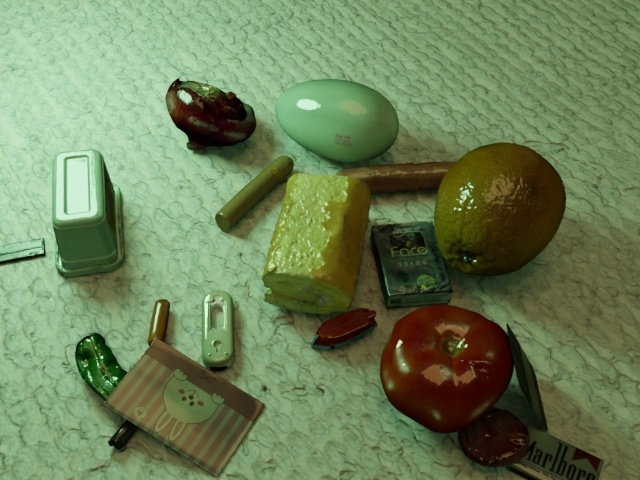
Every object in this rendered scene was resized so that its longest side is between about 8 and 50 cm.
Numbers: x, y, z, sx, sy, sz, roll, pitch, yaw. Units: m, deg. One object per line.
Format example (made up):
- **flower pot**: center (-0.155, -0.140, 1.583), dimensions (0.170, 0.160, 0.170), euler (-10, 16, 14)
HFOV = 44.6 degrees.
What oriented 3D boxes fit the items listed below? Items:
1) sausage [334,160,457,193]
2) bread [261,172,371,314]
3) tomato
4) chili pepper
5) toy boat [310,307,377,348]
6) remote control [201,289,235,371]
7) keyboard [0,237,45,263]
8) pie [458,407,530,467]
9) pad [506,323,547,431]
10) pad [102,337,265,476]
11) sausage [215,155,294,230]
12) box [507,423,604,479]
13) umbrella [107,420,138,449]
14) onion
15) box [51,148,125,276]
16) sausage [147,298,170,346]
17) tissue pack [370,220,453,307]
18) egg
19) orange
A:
- **sausage**: center (0.242, -0.176, 2.192), dimensions (0.433, 0.088, 0.088), euler (-3, 50, -6)
- **bread**: center (0.000, 0.000, 1.980), dimensions (0.237, 0.165, 0.375), euler (7, 49, 5)
- **tomato**: center (0.273, 0.281, 1.715), dimensions (0.299, 0.226, 0.298), euler (-3, 49, 3)
- **chili pepper**: center (-0.482, 0.308, 1.772), dimensions (0.098, 0.061, 0.224), euler (-32, 64, -25)
- **toy boat**: center (0.055, 0.217, 1.871), dimensions (0.173, 0.059, 0.069), euler (-22, 53, -11)
- **remote control**: center (-0.246, 0.211, 1.872), dimensions (0.078, 0.042, 0.221), euler (-2, 50, -5)
- **keyboard**: center (-0.816, 0.035, 2.020), dimensions (0.198, 0.010, 0.063), euler (-11, 50, -12)
- **pie**: center (0.375, 0.429, 1.695), dimensions (0.154, 0.036, 0.154), euler (-10, 39, 8)
- **pad**: center (0.478, 0.352, 1.649), dimensions (0.055, 0.250, 0.323), euler (-32, 44, 6)
- **pad**: center (-0.299, 0.363, 1.728), dimensions (0.300, 0.005, 0.202), euler (31, 54, 8)
- **sausage**: center (-0.178, -0.138, 2.154), dimensions (0.066, 0.066, 0.301), euler (31, 54, 22)
- **box**: center (0.506, 0.482, 1.679), dimensions (0.177, 0.036, 0.115), euler (23, 52, 17)
- **umbrella**: center (-0.412, 0.404, 1.713), dimensions (0.036, 0.031, 0.133), euler (42, 55, -5)
- **onion**: center (-0.329, -0.350, 2.275), dimensions (0.272, 0.195, 0.272), euler (26, 21, -11)
- **box**: center (-0.613, -0.084, 2.017), dimensions (0.175, 0.182, 0.312), euler (-8, 51, -9)
- **sausage**: center (-0.388, 0.197, 1.879), dimensions (0.039, 0.041, 0.131), euler (-1, 50, 4)
- **tissue pack**: center (0.230, 0.060, 1.998), dimensions (0.173, 0.073, 0.235), euler (-4, 51, -7)
- **egg**: center (0.044, -0.346, 2.234), dimensions (0.371, 0.230, 0.230), euler (14, 51, 19)
- **orange**: center (0.442, -0.073, 1.972), dimensions (0.322, 0.322, 0.357), euler (26, 63, 18)
